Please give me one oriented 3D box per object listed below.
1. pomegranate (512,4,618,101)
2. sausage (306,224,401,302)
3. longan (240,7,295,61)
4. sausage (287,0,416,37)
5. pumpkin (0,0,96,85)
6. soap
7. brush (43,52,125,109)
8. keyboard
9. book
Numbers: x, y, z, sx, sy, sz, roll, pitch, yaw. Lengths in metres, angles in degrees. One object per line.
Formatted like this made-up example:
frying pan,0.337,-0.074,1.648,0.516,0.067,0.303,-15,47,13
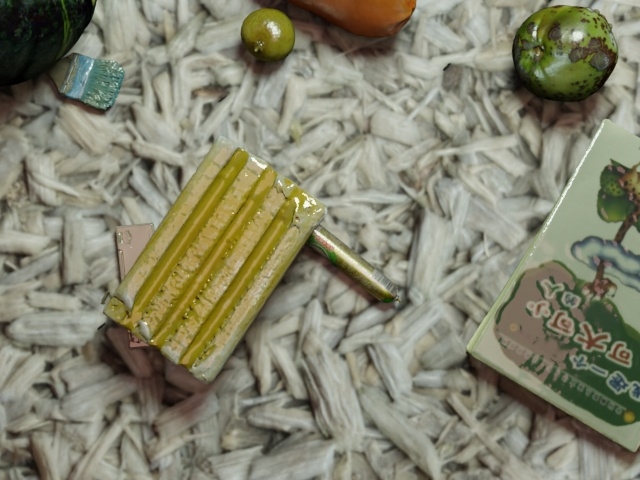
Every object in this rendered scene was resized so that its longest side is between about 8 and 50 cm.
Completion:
pomegranate,0.325,-0.261,1.343,0.125,0.138,0.163,42,63,-31
sausage,0.000,0.000,1.367,0.269,0.033,0.033,38,87,2
longan,-0.072,-0.270,1.361,0.075,0.083,0.075,13,126,19
sausage,0.008,-0.358,1.345,0.258,0.133,0.133,29,86,1
pumpkin,-0.431,-0.349,1.261,0.323,0.241,0.323,7,78,-37
soap,-0.133,0.023,1.312,0.173,0.089,0.274,34,91,3
brush,-0.364,-0.234,1.386,0.196,0.021,0.070,18,84,1
keyboard,-0.241,0.061,1.370,0.055,0.017,0.165,-6,86,-5
book,0.396,0.057,1.362,0.260,0.043,0.370,31,86,1
